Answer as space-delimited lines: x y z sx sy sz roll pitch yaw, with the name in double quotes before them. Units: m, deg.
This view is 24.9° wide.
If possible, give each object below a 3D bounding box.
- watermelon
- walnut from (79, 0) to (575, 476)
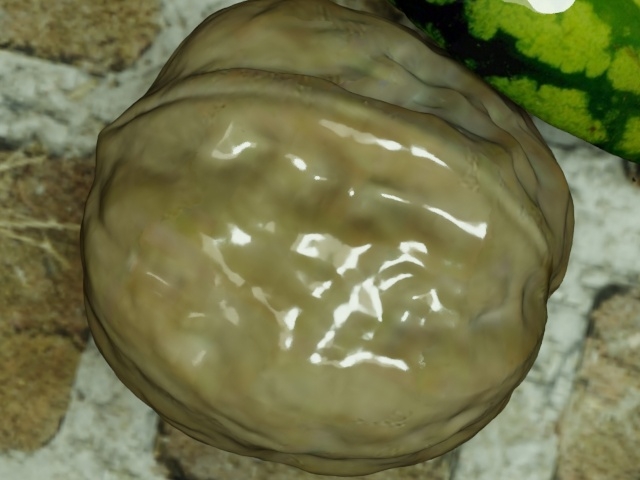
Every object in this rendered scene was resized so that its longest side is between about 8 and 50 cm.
"watermelon" 0.103 -0.140 0.796 0.303 0.159 0.128 38 65 3
"walnut" 0.001 -0.003 0.795 0.273 0.227 0.273 0 86 1
